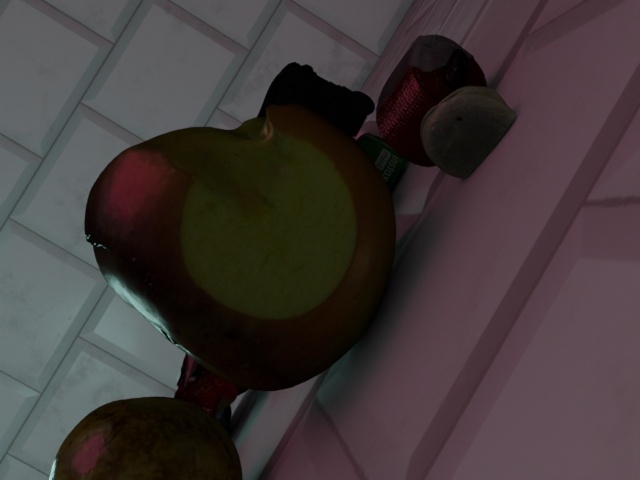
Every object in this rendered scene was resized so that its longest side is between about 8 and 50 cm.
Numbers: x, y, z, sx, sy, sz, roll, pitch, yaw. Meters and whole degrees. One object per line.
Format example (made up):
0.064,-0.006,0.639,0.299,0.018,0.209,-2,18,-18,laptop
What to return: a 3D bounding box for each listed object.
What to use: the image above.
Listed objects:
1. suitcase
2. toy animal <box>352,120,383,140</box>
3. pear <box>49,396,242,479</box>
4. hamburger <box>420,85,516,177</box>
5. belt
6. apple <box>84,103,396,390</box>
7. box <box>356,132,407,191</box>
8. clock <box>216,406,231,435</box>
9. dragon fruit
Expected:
-0.076,-0.098,1.433,0.345,0.188,0.339,-51,15,43,suitcase
0.126,-0.195,1.591,0.220,0.130,0.104,-21,61,40,toy animal
-0.235,0.347,1.111,0.284,0.283,0.283,-58,7,11,pear
0.166,-0.133,0.990,0.121,0.084,0.054,-56,8,35,hamburger
0.162,-0.205,1.154,0.124,0.128,0.201,-53,12,38,belt
-0.083,-0.009,1.038,0.374,0.384,0.374,-23,41,22,apple
0.046,-0.056,1.474,0.250,0.103,0.180,-59,6,-17,box
-0.239,0.386,1.639,0.194,0.100,0.195,-43,19,54,clock
-0.160,0.242,1.571,0.286,0.227,0.329,105,175,-46,dragon fruit
